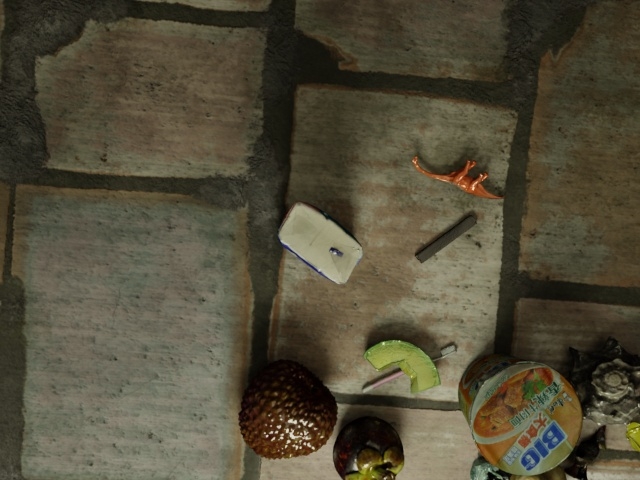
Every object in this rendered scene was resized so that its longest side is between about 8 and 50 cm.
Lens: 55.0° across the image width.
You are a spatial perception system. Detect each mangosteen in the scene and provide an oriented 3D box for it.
[{"bbox_3d":[0.131,0.568,1.600,0.192,0.217,0.192,-1,97,-9],"label":"mangosteen"}]

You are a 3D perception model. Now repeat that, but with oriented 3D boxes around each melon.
[{"bbox_3d":[0.225,0.337,1.657,0.209,0.064,0.118,39,79,6],"label":"melon"}]

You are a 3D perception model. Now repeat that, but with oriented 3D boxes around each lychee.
[{"bbox_3d":[-0.097,0.446,1.576,0.271,0.271,0.271,0,93,-4],"label":"lychee"}]

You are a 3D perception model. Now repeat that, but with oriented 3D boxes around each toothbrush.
[{"bbox_3d":[0.243,0.354,1.694,0.286,0.020,0.025,-24,86,-3],"label":"toothbrush"}]

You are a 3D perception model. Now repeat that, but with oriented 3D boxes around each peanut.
[{"bbox_3d":[0.574,0.647,1.629,0.253,0.122,0.137,11,103,-48],"label":"peanut"}]

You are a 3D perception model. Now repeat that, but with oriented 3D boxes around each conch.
[{"bbox_3d":[0.789,0.377,1.625,0.313,0.240,0.186,-8,107,-16],"label":"conch"}]

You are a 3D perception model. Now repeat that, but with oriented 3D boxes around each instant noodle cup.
[{"bbox_3d":[0.501,0.435,1.617,0.296,0.214,0.296,0,92,-4],"label":"instant noodle cup"}]

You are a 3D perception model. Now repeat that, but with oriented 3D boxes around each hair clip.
[{"bbox_3d":[0.921,0.587,1.716,0.072,0.046,0.173,-37,73,22],"label":"hair clip"}]

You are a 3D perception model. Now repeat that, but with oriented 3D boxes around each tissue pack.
[{"bbox_3d":[0.000,0.000,1.537,0.209,0.270,0.137,38,89,-2],"label":"tissue pack"}]

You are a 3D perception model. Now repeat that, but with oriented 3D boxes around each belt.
[{"bbox_3d":[0.482,0.663,1.705,0.140,0.058,0.105,32,87,-4],"label":"belt"}]

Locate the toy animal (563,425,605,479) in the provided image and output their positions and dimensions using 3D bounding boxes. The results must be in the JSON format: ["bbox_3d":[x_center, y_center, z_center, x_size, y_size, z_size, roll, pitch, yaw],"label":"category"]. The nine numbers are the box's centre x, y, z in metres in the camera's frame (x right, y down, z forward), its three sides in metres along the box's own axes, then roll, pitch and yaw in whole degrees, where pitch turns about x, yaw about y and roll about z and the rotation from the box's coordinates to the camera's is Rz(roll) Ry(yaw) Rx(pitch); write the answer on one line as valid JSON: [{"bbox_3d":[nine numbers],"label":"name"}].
[{"bbox_3d":[0.744,0.593,1.708,0.202,0.070,0.105,-43,132,-21],"label":"toy animal"}]

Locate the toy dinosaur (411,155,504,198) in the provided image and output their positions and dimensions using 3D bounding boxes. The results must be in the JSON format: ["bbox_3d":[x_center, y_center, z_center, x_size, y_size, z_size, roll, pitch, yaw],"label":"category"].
[{"bbox_3d":[0.380,-0.174,1.658,0.279,0.055,0.101,31,113,-7],"label":"toy dinosaur"}]

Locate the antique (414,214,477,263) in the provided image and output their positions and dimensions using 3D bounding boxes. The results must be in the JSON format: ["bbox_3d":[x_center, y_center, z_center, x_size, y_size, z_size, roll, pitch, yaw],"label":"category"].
[{"bbox_3d":[0.344,-0.003,1.685,0.192,0.015,0.031,-36,96,-1],"label":"antique"}]
